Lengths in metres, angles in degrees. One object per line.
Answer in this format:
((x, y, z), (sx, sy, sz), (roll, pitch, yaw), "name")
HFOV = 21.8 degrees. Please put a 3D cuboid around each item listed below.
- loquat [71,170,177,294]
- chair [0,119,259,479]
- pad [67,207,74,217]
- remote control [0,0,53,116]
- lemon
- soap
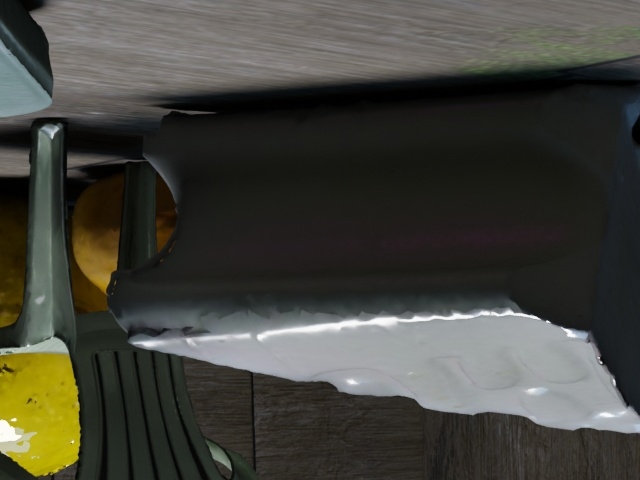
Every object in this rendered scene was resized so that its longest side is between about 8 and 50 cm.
((-0.129, -0.005, 1.311), (0.137, 0.113, 0.137), (-4, 150, -2), "loquat")
((-0.150, 0.064, 1.111), (0.203, 0.275, 0.190), (1, 175, -38), "chair")
((-0.328, 0.006, 1.679), (0.286, 0.018, 0.284), (3, 165, -29), "pad")
((-0.166, -0.083, 0.643), (0.104, 0.052, 0.247), (-1, 175, -1), "remote control")
((-0.284, 0.085, 1.437), (0.258, 0.258, 0.310), (4, 173, -43), "lemon")
((0.063, 0.023, 1.040), (0.302, 0.159, 0.258), (0, 162, 21), "soap")
